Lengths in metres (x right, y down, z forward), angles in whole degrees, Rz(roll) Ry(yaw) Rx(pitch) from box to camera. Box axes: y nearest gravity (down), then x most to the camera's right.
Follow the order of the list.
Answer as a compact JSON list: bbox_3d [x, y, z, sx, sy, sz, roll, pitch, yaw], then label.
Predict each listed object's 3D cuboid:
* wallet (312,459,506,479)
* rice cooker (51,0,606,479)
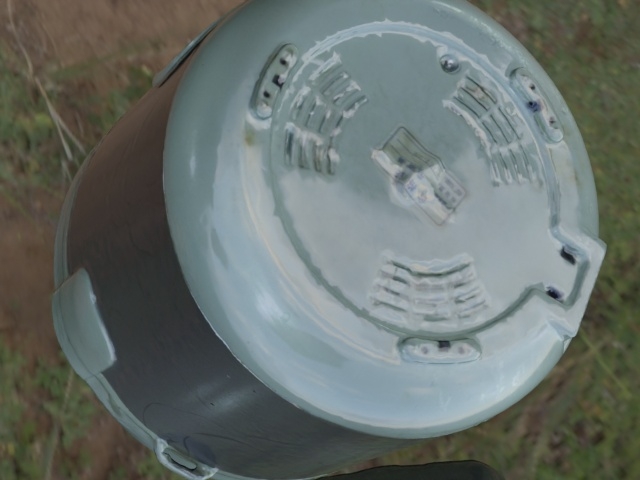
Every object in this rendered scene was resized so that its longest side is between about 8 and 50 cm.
[{"bbox_3d":[0.022,0.200,0.607,0.168,0.245,0.052,-9,143,-10],"label":"wallet"},{"bbox_3d":[-0.002,-0.001,0.999,0.288,0.277,0.288,8,72,-24],"label":"rice cooker"}]
